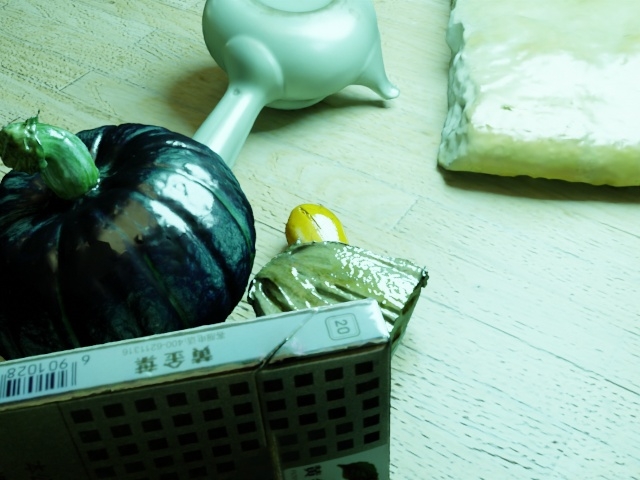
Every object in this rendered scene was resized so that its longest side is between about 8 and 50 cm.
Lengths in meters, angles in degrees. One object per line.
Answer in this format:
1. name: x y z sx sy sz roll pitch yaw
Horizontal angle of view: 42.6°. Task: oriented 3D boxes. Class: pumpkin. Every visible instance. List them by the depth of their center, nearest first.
1. pumpkin: -0.185 -0.011 0.686 0.248 0.248 0.248 -2 44 2

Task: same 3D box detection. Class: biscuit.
1. biscuit: 0.342 -0.217 0.974 0.446 0.104 0.429 8 44 13

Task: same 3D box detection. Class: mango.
1. mango: 0.000 0.000 0.809 0.060 0.046 0.089 -26 53 -23

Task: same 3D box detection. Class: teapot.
1. teapot: -0.073 -0.210 0.959 0.318 0.149 0.220 -30 57 -26

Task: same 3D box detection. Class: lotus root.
1. lotus root: 0.010 0.066 0.725 0.144 0.070 0.143 28 58 23

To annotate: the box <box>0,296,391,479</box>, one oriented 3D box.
1. box: -0.112 0.139 0.573 0.324 0.180 0.047 -9 43 -5
